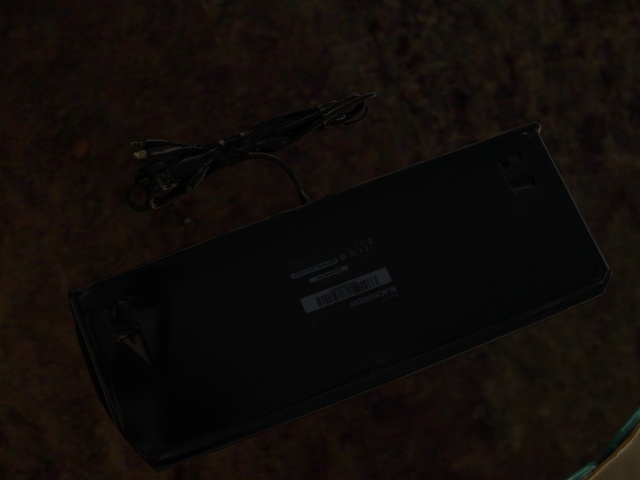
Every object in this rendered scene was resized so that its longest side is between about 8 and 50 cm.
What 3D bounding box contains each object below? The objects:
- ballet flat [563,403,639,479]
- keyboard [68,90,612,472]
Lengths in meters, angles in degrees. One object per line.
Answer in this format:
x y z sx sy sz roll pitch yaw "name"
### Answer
0.120 0.108 0.496 0.073 0.080 0.232 40 54 22 "ballet flat"
0.000 0.000 0.814 0.317 0.033 0.201 -20 72 -11 "keyboard"
